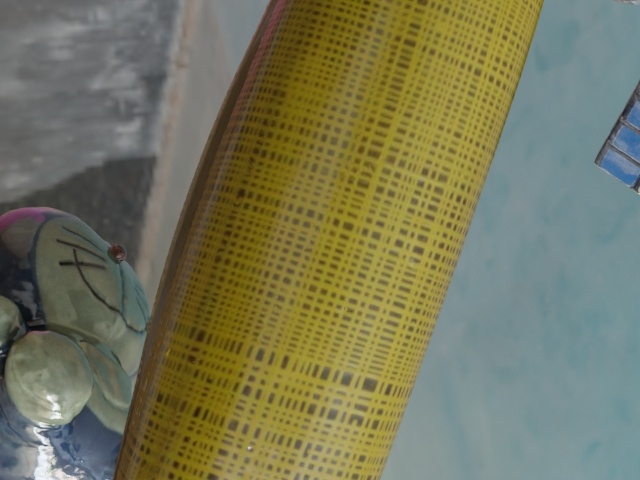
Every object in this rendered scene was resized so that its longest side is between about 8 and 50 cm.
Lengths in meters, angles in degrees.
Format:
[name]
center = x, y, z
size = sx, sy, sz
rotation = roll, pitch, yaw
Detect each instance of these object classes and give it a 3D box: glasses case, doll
[glasses case]
center = 0.000, 0.000, 0.423
size = 0.064, 0.079, 0.234
rotation = -167, 97, -74
[doll]
center = -0.201, 0.086, 1.151
size = 0.228, 0.154, 0.258
rotation = 47, -152, -37

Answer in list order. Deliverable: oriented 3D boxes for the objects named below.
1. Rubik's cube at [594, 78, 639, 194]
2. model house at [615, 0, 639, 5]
[Rubik's cube]
center = 0.197, -0.062, 0.671
size = 0.092, 0.092, 0.092
rotation = 35, 156, 10
[model house]
center = 0.314, -0.207, 0.937
size = 0.339, 0.360, 0.297
rotation = -13, 100, 39
